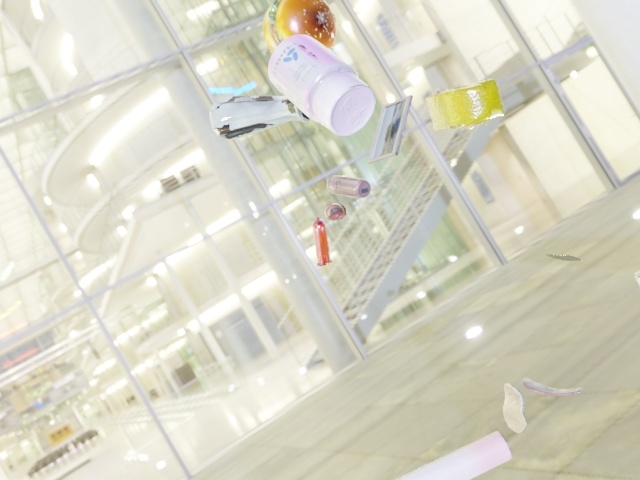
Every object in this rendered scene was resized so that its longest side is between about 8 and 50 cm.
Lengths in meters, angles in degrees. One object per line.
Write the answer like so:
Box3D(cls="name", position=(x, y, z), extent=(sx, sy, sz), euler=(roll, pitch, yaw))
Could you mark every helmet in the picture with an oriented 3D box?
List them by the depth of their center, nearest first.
Box3D(cls="helmet", position=(0.057, -0.100, 2.518), extent=(0.084, 0.065, 0.049), euler=(-2, 7, -10))

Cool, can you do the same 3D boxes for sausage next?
Box3D(cls="sausage", position=(0.000, 0.000, 2.012), extent=(0.050, 0.145, 0.048), euler=(-16, 24, -19))

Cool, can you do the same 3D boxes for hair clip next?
Box3D(cls="hair clip", position=(0.539, 0.345, 1.654), extent=(0.137, 0.022, 0.054), euler=(5, 6, 28))

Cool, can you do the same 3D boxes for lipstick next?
Box3D(cls="lipstick", position=(0.369, 0.638, 1.969), extent=(0.327, 0.087, 0.087), euler=(-23, -3, -8))

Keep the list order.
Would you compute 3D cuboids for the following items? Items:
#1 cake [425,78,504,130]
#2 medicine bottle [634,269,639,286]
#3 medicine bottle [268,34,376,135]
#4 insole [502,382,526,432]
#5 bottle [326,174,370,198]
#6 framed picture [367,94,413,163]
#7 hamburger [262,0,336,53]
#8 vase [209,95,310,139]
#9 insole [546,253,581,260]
Box3D(cls="cake", position=(0.453, -0.426, 2.253), extent=(0.179, 0.156, 0.260), euler=(-22, 9, -13))
Box3D(cls="medicine bottle", position=(0.785, 0.166, 1.512), extent=(0.143, 0.258, 0.143), euler=(-21, -5, -2))
Box3D(cls="medicine bottle", position=(0.002, -0.354, 1.615), extent=(0.152, 0.254, 0.152), euler=(-24, -41, -22))
Box3D(cls="insole", position=(0.570, 0.499, 2.086), extent=(0.011, 0.081, 0.248), euler=(-40, -42, -22))
Box3D(cls="bottle", position=(0.075, -0.146, 1.916), extent=(0.053, 0.053, 0.140), euler=(-29, 25, -29))
Box3D(cls="framed picture", position=(0.157, -0.249, 1.597), extent=(0.109, 0.011, 0.149), euler=(-9, 63, 58))
Box3D(cls="hamburger", position=(-0.055, -0.682, 2.245), extent=(0.246, 0.246, 0.170), euler=(-29, 13, -36))
Box3D(cls="vase", position=(-0.215, -0.449, 2.502), extent=(0.360, 0.165, 0.165), euler=(-3, 11, 28))
Box3D(cls="insole", position=(0.615, 0.043, 1.792), extent=(0.153, 0.053, 0.002), euler=(158, 132, -86))
